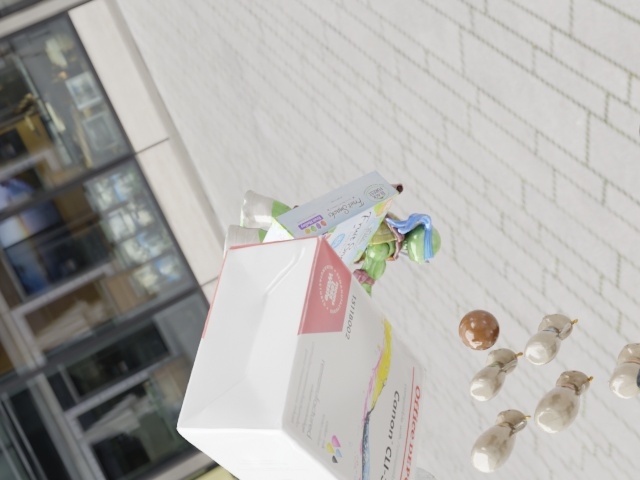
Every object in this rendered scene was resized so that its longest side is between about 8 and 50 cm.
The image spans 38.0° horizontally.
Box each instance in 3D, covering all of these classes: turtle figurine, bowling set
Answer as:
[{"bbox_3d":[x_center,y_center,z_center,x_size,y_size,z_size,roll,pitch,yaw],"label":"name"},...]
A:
[{"bbox_3d":[0.016,0.040,1.226,0.275,0.266,0.198,85,-164,-67],"label":"turtle figurine"},{"bbox_3d":[0.284,0.156,1.234,0.200,0.287,0.154,58,-151,4],"label":"bowling set"}]

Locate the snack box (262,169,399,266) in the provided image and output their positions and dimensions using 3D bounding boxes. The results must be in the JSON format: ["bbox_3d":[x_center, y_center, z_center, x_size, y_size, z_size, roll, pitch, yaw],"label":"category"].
[{"bbox_3d":[0.000,0.000,0.853,0.037,0.141,0.100,46,135,16],"label":"snack box"}]

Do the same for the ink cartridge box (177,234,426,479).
[{"bbox_3d":[0.008,0.100,0.548,0.198,0.067,0.115,52,-140,-46],"label":"ink cartridge box"}]

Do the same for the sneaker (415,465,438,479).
[{"bbox_3d":[0.110,0.359,1.067,0.240,0.091,0.126,-120,36,-72],"label":"sneaker"}]

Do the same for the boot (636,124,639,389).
[{"bbox_3d":[0.317,0.032,0.772,0.094,0.207,0.246,-5,132,44],"label":"boot"}]
